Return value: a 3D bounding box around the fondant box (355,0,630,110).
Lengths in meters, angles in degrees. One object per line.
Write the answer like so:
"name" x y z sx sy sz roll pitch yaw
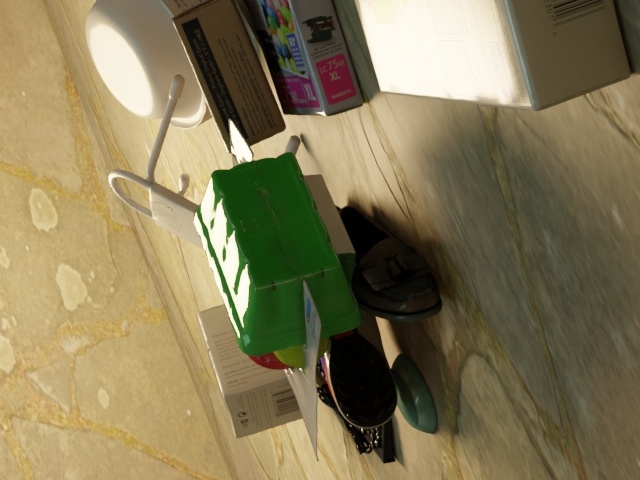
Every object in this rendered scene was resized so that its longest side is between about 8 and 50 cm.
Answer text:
"fondant box" 0.120 -0.245 1.206 0.330 0.096 0.238 22 131 68

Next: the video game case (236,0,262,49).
"video game case" -0.099 -0.328 1.874 0.122 0.011 0.087 60 -163 -52

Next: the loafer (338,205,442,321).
"loafer" 0.070 0.026 1.736 0.267 0.096 0.084 -142 40 -65

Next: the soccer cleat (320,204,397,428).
"soccer cleat" 0.028 0.106 1.927 0.116 0.109 0.318 106 148 -82

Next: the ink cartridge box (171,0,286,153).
"ink cartridge box" -0.121 -0.227 1.878 0.234 0.088 0.193 -104 -10 -83

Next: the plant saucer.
"plant saucer" 0.124 0.216 1.921 0.119 0.021 0.119 159 90 -75

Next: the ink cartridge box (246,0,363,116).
"ink cartridge box" -0.045 -0.310 1.746 0.186 0.065 0.311 -163 56 -70

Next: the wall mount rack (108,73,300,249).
"wall mount rack" -0.156 -0.081 2.131 0.350 0.130 0.304 27 154 12

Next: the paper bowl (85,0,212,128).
"paper bowl" -0.258 -0.305 2.175 0.284 0.148 0.284 40 150 30

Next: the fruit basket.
"fruit basket" -0.044 0.065 1.771 0.353 0.165 0.327 80 169 -55

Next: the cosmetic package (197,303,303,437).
"cosmetic package" -0.110 0.213 2.401 0.151 0.151 0.183 82 169 -52

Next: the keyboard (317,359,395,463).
"keyboard" 0.037 0.246 2.239 0.317 0.033 0.201 -127 22 -48
